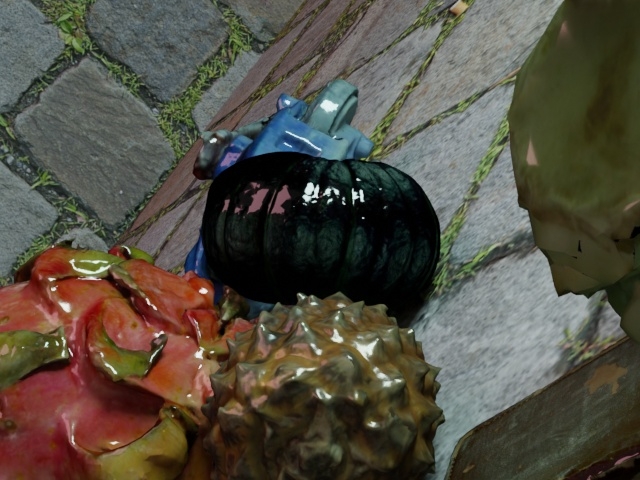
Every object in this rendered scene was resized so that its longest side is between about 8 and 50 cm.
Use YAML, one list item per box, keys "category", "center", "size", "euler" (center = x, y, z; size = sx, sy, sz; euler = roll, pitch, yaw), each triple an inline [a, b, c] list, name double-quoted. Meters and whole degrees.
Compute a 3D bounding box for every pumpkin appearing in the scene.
- category: "pumpkin"
  center: [0.000, 0.000, 1.017]
  size: [0.202, 0.202, 0.140]
  euler: [-178, 98, -72]

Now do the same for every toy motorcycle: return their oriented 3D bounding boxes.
- category: "toy motorcycle"
  center: [-0.036, -0.015, 1.285]
  size: [0.182, 0.241, 0.319]
  euler: [10, 40, 25]

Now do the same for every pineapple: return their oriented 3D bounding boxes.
- category: "pineapple"
  center: [0.001, 0.109, 0.797]
  size: [0.166, 0.166, 0.193]
  euler: [-45, 5, 13]

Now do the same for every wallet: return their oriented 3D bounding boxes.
- category: "wallet"
  center: [0.151, 0.092, 0.632]
  size: [0.232, 0.031, 0.122]
  euler: [-37, 14, 32]

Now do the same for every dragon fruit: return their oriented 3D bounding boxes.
- category: "dragon fruit"
  center: [-0.155, 0.147, 0.959]
  size: [0.262, 0.314, 0.296]
  euler: [-15, 50, 22]

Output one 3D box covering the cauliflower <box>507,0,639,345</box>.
- category: "cauliflower"
  center: [0.169, 0.012, 0.344]
  size: [0.272, 0.250, 0.275]
  euler: [-31, 26, 54]
